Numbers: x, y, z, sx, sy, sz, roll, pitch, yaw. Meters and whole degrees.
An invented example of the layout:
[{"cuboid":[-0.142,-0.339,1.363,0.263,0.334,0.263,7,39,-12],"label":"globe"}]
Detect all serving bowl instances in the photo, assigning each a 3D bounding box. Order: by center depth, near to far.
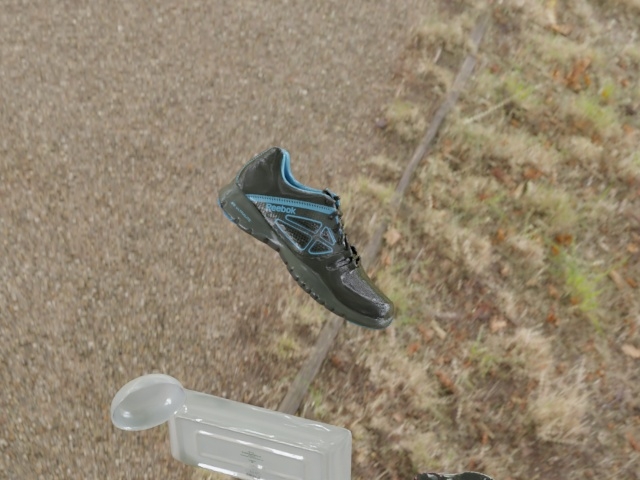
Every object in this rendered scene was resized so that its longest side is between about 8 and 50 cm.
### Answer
[{"cuboid":[-0.188,0.170,1.057,0.083,0.083,0.027,-16,51,-18],"label":"serving bowl"}]

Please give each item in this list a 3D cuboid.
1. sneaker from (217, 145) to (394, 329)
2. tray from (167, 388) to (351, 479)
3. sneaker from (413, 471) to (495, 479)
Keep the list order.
[{"cuboid":[0.000,0.000,1.526,0.341,0.125,0.139,42,96,-2],"label":"sneaker"},{"cuboid":[-0.091,0.285,1.329,0.270,0.145,0.030,11,37,16],"label":"tray"},{"cuboid":[0.275,0.481,1.918,0.178,0.077,0.072,7,84,22],"label":"sneaker"}]
